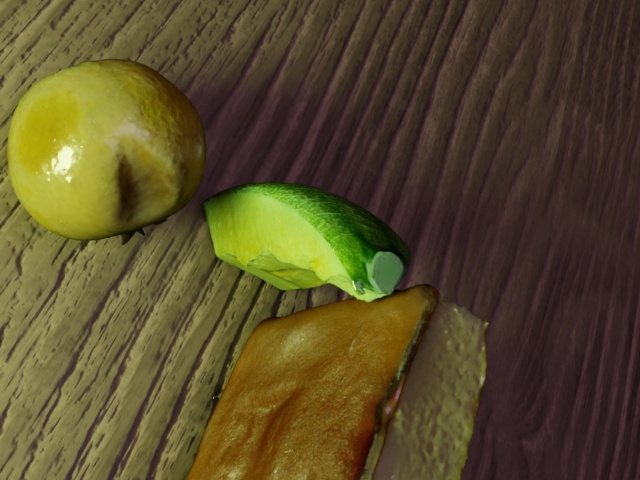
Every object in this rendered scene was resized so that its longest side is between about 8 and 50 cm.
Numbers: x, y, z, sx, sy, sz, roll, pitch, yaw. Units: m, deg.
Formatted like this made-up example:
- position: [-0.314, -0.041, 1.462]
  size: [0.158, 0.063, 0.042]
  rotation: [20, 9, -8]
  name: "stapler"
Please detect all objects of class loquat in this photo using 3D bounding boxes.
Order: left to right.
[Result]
- position: [-0.226, -0.093, 0.842]
  size: [0.213, 0.213, 0.213]
  rotation: [11, 71, -34]
  name: "loquat"

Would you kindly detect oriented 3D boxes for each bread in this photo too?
- position: [-0.001, 0.221, 0.843]
  size: [0.143, 0.333, 0.323]
  rotation: [38, 54, -25]
  name: "bread"

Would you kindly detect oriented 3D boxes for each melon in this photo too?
- position: [0.000, 0.000, 0.916]
  size: [0.196, 0.323, 0.124]
  rotation: [20, 82, -30]
  name: "melon"
